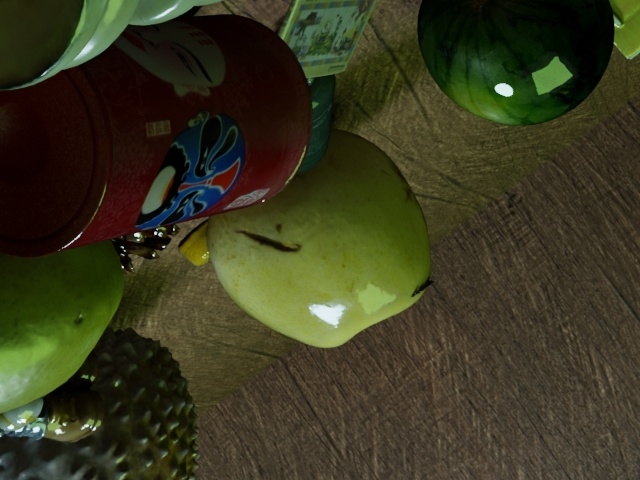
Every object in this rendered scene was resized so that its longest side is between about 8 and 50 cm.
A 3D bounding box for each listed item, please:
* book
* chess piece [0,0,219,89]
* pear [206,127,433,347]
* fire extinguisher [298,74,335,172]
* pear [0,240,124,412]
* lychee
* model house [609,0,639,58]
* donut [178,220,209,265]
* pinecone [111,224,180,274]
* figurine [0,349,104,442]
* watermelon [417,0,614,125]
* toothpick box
[{"bbox_3d":[0.014,-0.259,1.776,0.168,0.013,0.192,-17,137,-56],"label":"book"},{"bbox_3d":[-0.149,-0.228,1.249,0.182,0.182,0.330,-42,172,32],"label":"chess piece"},{"bbox_3d":[0.000,0.000,2.275,0.309,0.309,0.309,-34,169,-8],"label":"pear"},{"bbox_3d":[-0.028,-0.174,1.977,0.114,0.095,0.311,-59,174,-11],"label":"fire extinguisher"},{"bbox_3d":[-0.346,0.058,1.586,0.307,0.253,0.253,-30,168,-39],"label":"pear"},{"bbox_3d":[-0.356,0.328,2.411,0.432,0.380,0.380,-49,172,-16],"label":"lychee"},{"bbox_3d":[0.445,-0.339,2.070,0.300,0.323,0.340,-40,168,21],"label":"model house"},{"bbox_3d":[-0.155,-0.003,2.437,0.108,0.043,0.097,-31,170,-39],"label":"donut"},{"bbox_3d":[-0.221,-0.048,1.788,0.174,0.173,0.173,-34,169,-8],"label":"pinecone"},{"bbox_3d":[-0.406,0.154,1.785,0.382,0.261,0.186,10,141,-41],"label":"figurine"},{"bbox_3d":[0.242,-0.259,2.033,0.242,0.242,0.242,-34,169,-8],"label":"watermelon"},{"bbox_3d":[-0.176,-0.107,1.539,0.204,0.204,0.333,-42,168,29],"label":"toothpick box"}]
